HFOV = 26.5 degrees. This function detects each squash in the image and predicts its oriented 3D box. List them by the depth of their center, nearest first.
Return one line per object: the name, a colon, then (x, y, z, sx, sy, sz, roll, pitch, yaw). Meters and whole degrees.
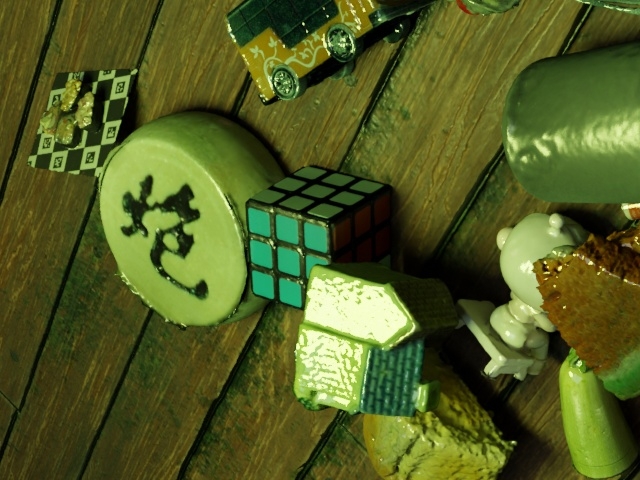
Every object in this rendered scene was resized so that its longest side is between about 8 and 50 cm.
squash: (0.363, 0.213, 1.805, 0.094, 0.094, 0.224, 11, 133, 37)

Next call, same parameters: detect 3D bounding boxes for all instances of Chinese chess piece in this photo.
Chinese chess piece: (-0.198, -0.031, 2.166, 0.349, 0.146, 0.349, 19, 122, 33)

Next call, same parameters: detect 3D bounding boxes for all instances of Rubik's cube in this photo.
Rubik's cube: (0.000, 0.000, 2.001, 0.162, 0.163, 0.161, 14, 120, 31)

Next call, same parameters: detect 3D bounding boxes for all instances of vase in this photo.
vase: (0.372, -0.144, 1.575, 0.291, 0.245, 0.245, 2, 113, 49)

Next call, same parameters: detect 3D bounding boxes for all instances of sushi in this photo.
sushi: (-0.414, -0.206, 2.261, 0.210, 0.040, 0.193, 7, 76, 41)

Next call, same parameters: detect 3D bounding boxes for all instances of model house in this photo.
model house: (0.094, 0.148, 1.876, 0.189, 0.195, 0.214, 12, 95, 39)

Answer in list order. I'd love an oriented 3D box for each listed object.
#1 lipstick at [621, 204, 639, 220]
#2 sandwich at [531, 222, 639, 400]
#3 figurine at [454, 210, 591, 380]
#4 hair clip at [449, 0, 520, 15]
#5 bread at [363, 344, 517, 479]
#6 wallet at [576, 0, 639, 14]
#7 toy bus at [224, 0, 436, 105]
lipstick: (0.438, -0.052, 1.679, 0.130, 0.038, 0.038, -11, 103, 43)
sandwich: (0.371, 0.072, 1.625, 0.212, 0.109, 0.292, 39, 143, -8)
figurine: (0.280, 0.056, 1.813, 0.144, 0.182, 0.257, 13, 123, -14)
hair clip: (0.133, -0.389, 1.724, 0.321, 0.138, 0.091, 42, 162, 16)
bread: (0.153, 0.285, 2.018, 0.262, 0.162, 0.204, 52, 148, 27)
wallet: (0.323, -0.344, 1.469, 0.237, 0.342, 0.075, 18, 82, 37)
toy bus: (0.010, -0.312, 1.850, 0.275, 0.138, 0.167, -27, 91, 47)
